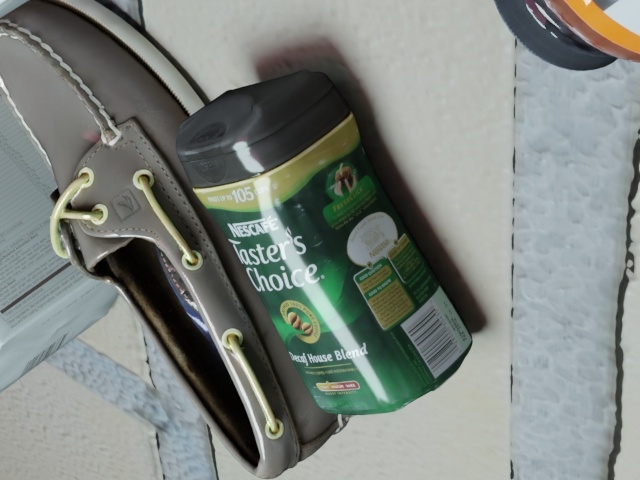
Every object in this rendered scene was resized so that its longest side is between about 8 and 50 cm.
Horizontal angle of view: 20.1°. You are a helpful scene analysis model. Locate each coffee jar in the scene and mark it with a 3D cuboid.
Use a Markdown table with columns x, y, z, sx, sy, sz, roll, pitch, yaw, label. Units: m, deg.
| x | y | z | sx | sy | sz | roll | pitch | yaw | label |
| --- | --- | --- | --- | --- | --- | --- | --- | --- | --- |
| 0.000 | 0.000 | 0.963 | 0.096 | 0.079 | 0.184 | -8 | 115 | 54 | coffee jar |

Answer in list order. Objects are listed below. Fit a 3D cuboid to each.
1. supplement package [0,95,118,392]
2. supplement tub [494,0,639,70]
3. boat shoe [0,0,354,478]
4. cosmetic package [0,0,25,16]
| x | y | z | sx | sy | sz | roll | pitch | yaw | label |
| --- | --- | --- | --- | --- | --- | --- | --- | --- | --- |
| -0.251 | -0.032 | 1.192 | 0.244 | 0.139 | 0.134 | 49 | 147 | 7 | supplement package |
| 0.138 | -0.127 | 0.637 | 0.106 | 0.106 | 0.198 | 52 | 148 | -1 | supplement tub |
| -0.097 | -0.008 | 1.061 | 0.324 | 0.096 | 0.116 | 51 | 148 | 0 | boat shoe |
| -0.139 | -0.200 | 0.839 | 0.151 | 0.183 | 0.151 | -17 | 109 | 56 | cosmetic package |
